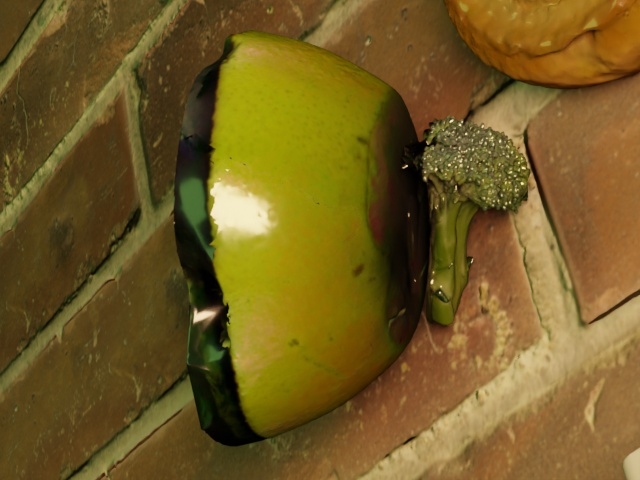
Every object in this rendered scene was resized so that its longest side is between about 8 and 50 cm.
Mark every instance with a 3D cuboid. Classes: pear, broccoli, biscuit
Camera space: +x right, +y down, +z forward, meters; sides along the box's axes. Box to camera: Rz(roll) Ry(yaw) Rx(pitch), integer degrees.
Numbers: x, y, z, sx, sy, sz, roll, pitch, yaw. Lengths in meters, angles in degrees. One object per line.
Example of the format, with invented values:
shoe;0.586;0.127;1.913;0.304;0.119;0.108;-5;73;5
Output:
pear;0.004;-0.002;1.420;0.165;0.399;0.398;1;84;15
broccoli;0.126;-0.016;1.400;0.122;0.118;0.204;23;123;25
biscuit;0.211;-0.274;1.273;0.296;0.102;0.296;-4;84;46

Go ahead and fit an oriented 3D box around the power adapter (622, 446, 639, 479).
power adapter;0.313;0.181;1.042;0.187;0.124;0.255;-42;52;44
